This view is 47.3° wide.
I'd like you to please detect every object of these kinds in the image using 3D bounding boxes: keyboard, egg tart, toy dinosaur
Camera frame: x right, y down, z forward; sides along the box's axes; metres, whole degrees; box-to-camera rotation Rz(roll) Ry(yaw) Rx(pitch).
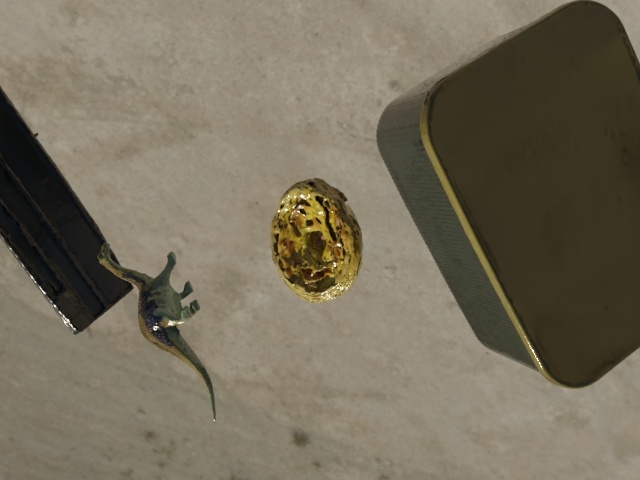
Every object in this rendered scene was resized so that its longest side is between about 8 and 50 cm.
[{"bbox_3d":[-0.267,-0.027,0.694,0.017,0.087,0.250,8,134,47],"label":"keyboard"},{"bbox_3d":[0.000,0.000,0.746,0.129,0.049,0.129,5,97,43],"label":"egg tart"},{"bbox_3d":[-0.119,0.056,0.585,0.058,0.180,0.037,-44,147,6],"label":"toy dinosaur"}]

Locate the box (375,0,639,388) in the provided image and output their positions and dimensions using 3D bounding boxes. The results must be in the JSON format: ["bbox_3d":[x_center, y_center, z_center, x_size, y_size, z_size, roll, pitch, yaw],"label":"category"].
[{"bbox_3d":[0.136,-0.027,0.454,0.201,0.144,0.090,59,167,-13],"label":"box"}]
